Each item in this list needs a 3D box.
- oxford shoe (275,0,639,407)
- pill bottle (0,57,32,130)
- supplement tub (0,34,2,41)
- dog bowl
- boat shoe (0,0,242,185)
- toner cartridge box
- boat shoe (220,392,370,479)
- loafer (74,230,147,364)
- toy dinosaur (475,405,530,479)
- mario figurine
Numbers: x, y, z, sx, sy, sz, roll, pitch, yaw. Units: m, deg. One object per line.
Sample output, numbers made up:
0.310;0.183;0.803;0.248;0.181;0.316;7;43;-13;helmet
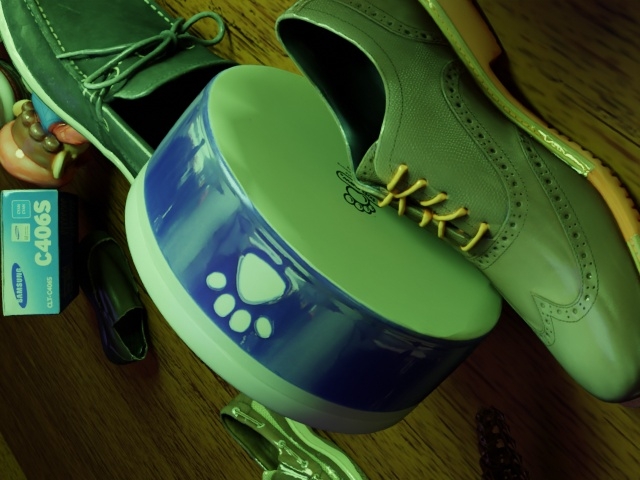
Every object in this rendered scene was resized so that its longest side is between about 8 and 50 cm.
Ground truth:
0.095;-0.031;0.665;0.364;0.132;0.130;56;148;20;oxford shoe
-0.514;-0.194;1.437;0.283;0.161;0.161;-119;11;-80;pill bottle
-0.529;-0.422;1.382;0.272;0.191;0.191;65;151;4;supplement tub
0.000;0.000;0.701;0.104;0.264;0.265;-49;64;28;dog bowl
-0.156;-0.144;0.972;0.500;0.186;0.156;54;143;14;boat shoe
-0.399;0.011;1.419;0.348;0.075;0.165;-174;83;-80;toner cartridge box
-0.026;0.269;1.113;0.257;0.095;0.095;43;143;37;boat shoe
-0.303;0.088;1.486;0.078;0.080;0.220;5;117;45;loafer
0.180;0.293;0.748;0.322;0.164;0.218;48;169;-7;toy dinosaur
-0.320;-0.195;1.306;0.320;0.170;0.198;128;153;-46;mario figurine
